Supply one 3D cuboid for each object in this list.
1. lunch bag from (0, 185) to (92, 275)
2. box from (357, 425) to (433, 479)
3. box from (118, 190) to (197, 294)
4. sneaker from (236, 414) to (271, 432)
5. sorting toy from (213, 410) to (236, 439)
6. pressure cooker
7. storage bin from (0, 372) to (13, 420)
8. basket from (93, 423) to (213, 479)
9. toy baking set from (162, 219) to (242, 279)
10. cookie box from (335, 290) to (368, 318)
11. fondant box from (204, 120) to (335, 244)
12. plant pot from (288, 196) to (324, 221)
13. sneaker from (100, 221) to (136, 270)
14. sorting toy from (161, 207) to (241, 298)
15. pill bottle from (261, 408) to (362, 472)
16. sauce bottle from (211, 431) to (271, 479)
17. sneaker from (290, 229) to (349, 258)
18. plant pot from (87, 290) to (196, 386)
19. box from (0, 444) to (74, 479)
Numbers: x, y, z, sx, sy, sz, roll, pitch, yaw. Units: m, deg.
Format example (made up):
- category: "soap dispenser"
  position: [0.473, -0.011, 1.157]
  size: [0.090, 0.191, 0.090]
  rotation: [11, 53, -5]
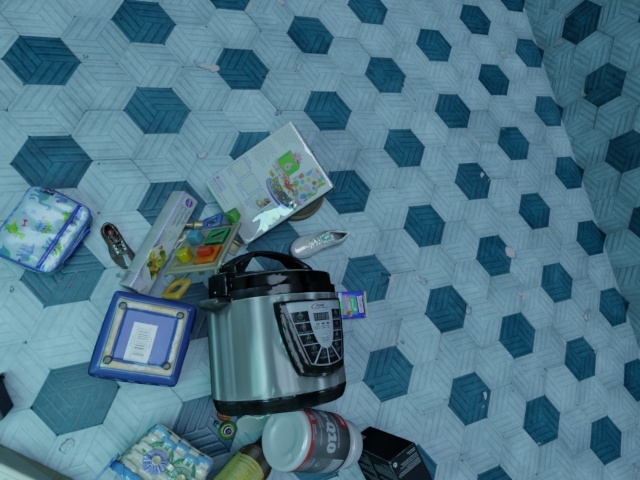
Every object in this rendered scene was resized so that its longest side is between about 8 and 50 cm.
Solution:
- category: "lunch bag"
  position: [-0.741, -0.025, 1.109]
  size: [0.176, 0.090, 0.218]
  rotation: [30, 68, -15]
- category: "box"
  position: [0.210, 0.675, 1.206]
  size: [0.103, 0.261, 0.184]
  rotation: [-22, 86, -25]
- category: "box"
  position: [-0.471, 0.002, 1.206]
  size: [0.063, 0.067, 0.323]
  rotation: [47, 56, -46]
- category: "sneaker"
  position: [-0.176, 0.525, 1.215]
  size: [0.135, 0.070, 0.050]
  rotation: [-14, 91, 5]
- category: "sorting toy"
  position: [-0.273, 0.522, 1.175]
  size: [0.061, 0.042, 0.101]
  rotation: [-10, 80, -24]
- category: "pressure cooker"
  position: [-0.131, 0.234, 1.130]
  size: [0.377, 0.370, 0.419]
  rotation: [-6, 77, -3]
- category: "storage bin"
  position: [-0.789, 0.385, 0.962]
  size: [0.098, 0.135, 0.090]
  rotation: [-27, 97, -26]
- category: "basket"
  position: [-0.429, 0.617, 0.999]
  size: [0.255, 0.201, 0.288]
  rotation: [37, 58, -5]
- category: "toy baking set"
  position: [-0.372, 0.029, 1.271]
  size: [0.257, 0.030, 0.196]
  rotation: [7, 74, -20]
- category: "cookie box"
  position: [0.104, 0.222, 1.405]
  size: [0.107, 0.040, 0.091]
  rotation: [1, 75, -22]
- category: "fondant box"
  position: [-0.155, -0.174, 1.286]
  size: [0.331, 0.096, 0.238]
  rotation: [-33, 90, 10]
- category: "plant pot"
  position: [-0.084, -0.192, 1.402]
  size: [0.238, 0.110, 0.236]
  rotation: [6, 73, -21]
- category: "sneaker"
  position: [-0.581, 0.016, 1.172]
  size: [0.061, 0.065, 0.157]
  rotation: [-35, 91, -25]
- category: "sorting toy"
  position: [-0.329, 0.015, 1.129]
  size: [0.347, 0.196, 0.047]
  rotation: [-76, 147, -47]
- category: "pill bottle"
  position: [-0.012, 0.559, 1.150]
  size: [0.283, 0.162, 0.161]
  rotation: [33, 63, -44]
- category: "sauce bottle"
  position: [-0.198, 0.609, 1.059]
  size: [0.111, 0.112, 0.344]
  rotation: [62, 25, 3]
- category: "sneaker"
  position: [0.000, 0.000, 1.392]
  size: [0.213, 0.094, 0.080]
  rotation: [-19, 85, -25]
- category: "plant pot"
  position: [-0.459, 0.259, 1.077]
  size: [0.236, 0.212, 0.235]
  rotation: [16, 71, -18]
- category: "box"
  position: [-0.744, 0.568, 0.931]
  size: [0.311, 0.121, 0.147]
  rotation: [36, 66, -10]
